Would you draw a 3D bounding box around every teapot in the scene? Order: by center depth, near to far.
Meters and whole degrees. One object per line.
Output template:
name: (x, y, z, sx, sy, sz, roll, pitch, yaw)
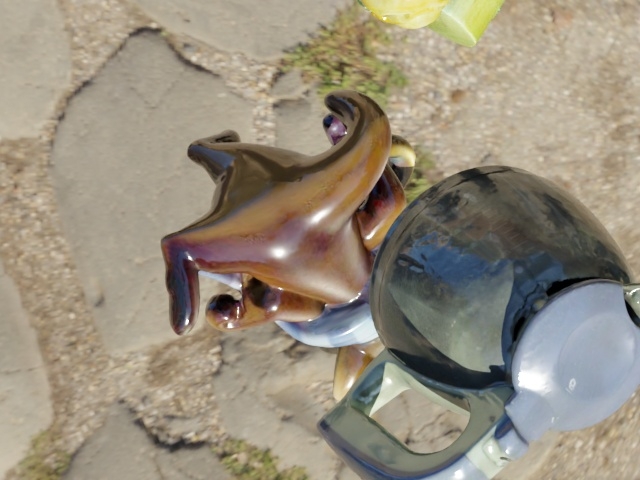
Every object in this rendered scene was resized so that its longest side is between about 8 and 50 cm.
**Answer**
teapot: (0.072, 0.037, 0.498, 0.149, 0.108, 0.111, -17, 114, -16)

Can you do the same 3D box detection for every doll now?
doll: (-0.004, -0.002, 1.184, 0.209, 0.340, 0.318, 29, 81, 39)

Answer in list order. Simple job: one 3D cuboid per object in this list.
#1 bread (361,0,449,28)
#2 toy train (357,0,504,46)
bread: (0.068, -0.322, 0.766, 0.077, 0.084, 0.367, 5, 112, 5)
toy train: (0.158, -0.346, 1.207, 0.189, 0.126, 0.307, 34, 86, -7)
